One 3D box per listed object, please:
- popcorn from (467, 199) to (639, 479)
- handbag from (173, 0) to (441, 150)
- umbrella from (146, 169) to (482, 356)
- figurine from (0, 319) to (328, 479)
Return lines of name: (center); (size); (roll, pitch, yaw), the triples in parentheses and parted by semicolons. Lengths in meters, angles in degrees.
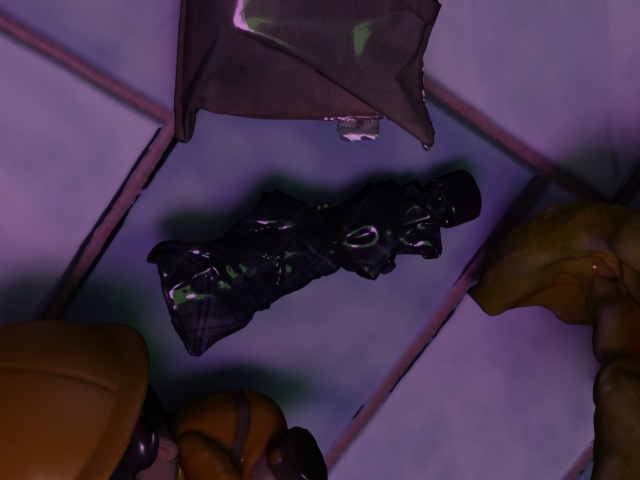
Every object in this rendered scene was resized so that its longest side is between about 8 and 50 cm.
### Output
popcorn: (0.264, 0.051, 0.681); (0.321, 0.326, 0.290); (-7, 122, -61)
handbag: (0.003, -0.178, 0.586); (0.183, 0.117, 0.270); (3, 114, -1)
umbrella: (-0.001, -0.003, 0.694); (0.224, 0.071, 0.080); (-19, 128, -12)
figurine: (-0.139, 0.136, 0.671); (0.257, 0.167, 0.192); (10, 147, -44)
